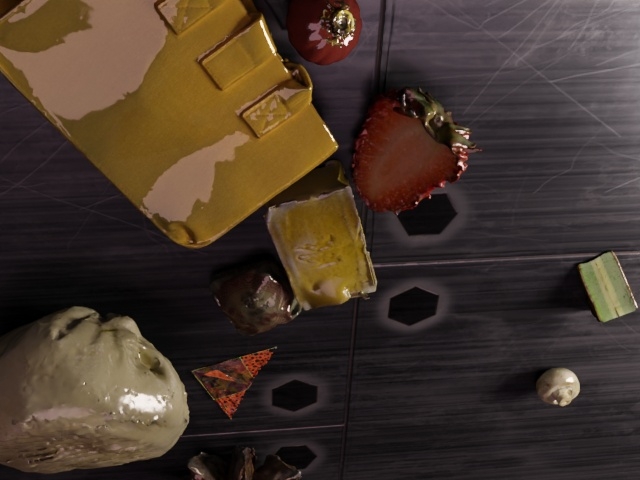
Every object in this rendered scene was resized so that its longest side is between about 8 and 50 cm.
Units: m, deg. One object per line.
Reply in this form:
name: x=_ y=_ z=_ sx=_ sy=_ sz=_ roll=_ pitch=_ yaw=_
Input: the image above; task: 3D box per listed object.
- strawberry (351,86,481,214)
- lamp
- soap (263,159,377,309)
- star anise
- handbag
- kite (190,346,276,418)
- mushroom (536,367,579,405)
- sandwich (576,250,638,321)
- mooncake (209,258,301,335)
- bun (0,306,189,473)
strawberry: x=0.116 y=-0.136 z=1.105 sx=0.167 sy=0.087 sz=0.208 roll=43 pitch=141 yaw=-14
lamp: x=0.004 y=-0.267 z=0.959 sx=0.101 sy=0.090 sz=0.101 roll=-8 pitch=106 yaw=-31
soap: x=0.000 y=-0.001 z=1.196 sx=0.135 sy=0.076 sz=0.233 roll=-15 pitch=130 yaw=3
star anise: x=-0.176 y=0.529 z=1.603 sx=0.332 sy=0.117 sz=0.331 roll=-1 pitch=123 yaw=-2
handbag: x=-0.176 y=-0.199 z=0.972 sx=0.283 sy=0.133 sz=0.401 roll=-29 pitch=129 yaw=10
kite: x=-0.181 y=0.255 z=1.436 sx=0.125 sy=0.008 sz=0.222 roll=18 pitch=125 yaw=-19
mushroom: x=0.463 y=0.286 z=1.512 sx=0.084 sy=0.067 sz=0.083 roll=-9 pitch=130 yaw=-10
sandwich: x=0.498 y=0.074 z=1.376 sx=0.074 sy=0.074 sz=0.116 roll=-23 pitch=97 yaw=13
mooncake: x=-0.107 y=0.095 z=1.266 sx=0.125 sy=0.073 sz=0.130 roll=-24 pitch=128 yaw=14
bun: x=-0.389 y=0.250 z=1.263 sx=0.326 sy=0.234 sz=0.362 roll=-27 pitch=145 yaw=23
